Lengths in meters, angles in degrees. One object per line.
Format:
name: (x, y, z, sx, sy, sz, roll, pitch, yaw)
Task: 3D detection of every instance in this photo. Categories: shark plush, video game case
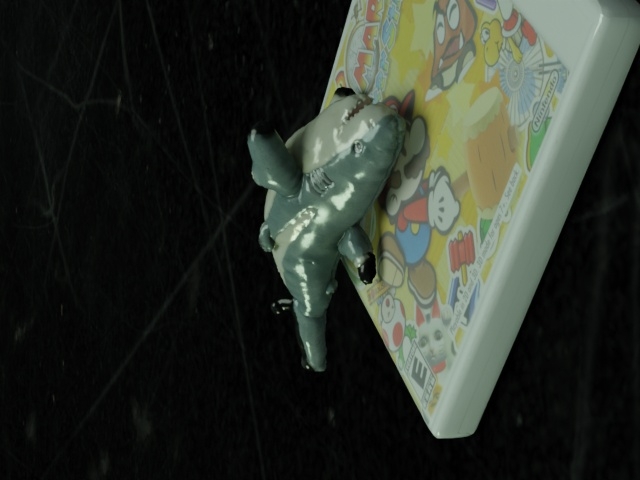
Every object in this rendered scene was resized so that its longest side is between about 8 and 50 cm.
shark plush: (0.000, 0.000, 0.710, 0.067, 0.073, 0.161, 29, 116, 29)
video game case: (0.056, -0.059, 0.676, 0.206, 0.026, 0.227, -117, 35, -46)
